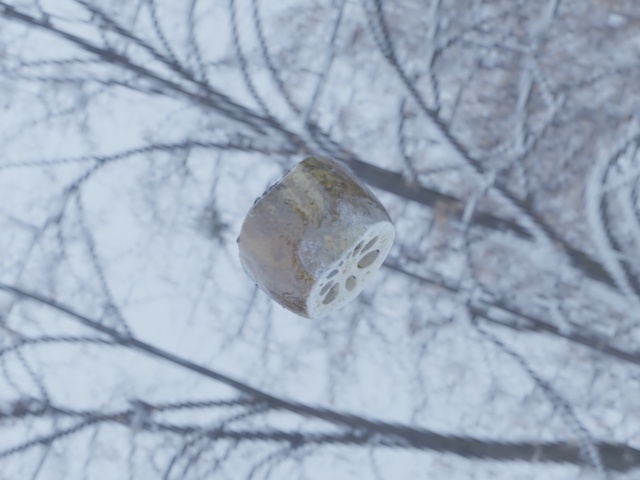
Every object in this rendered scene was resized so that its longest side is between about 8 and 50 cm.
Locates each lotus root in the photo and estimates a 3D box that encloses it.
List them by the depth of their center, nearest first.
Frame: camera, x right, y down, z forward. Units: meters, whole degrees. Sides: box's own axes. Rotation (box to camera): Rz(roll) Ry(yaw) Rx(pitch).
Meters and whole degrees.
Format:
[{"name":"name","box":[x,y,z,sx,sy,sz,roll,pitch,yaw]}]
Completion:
[{"name":"lotus root","box":[0.001,0.001,1.312,0.122,0.081,0.112,-45,-25,-13]}]
